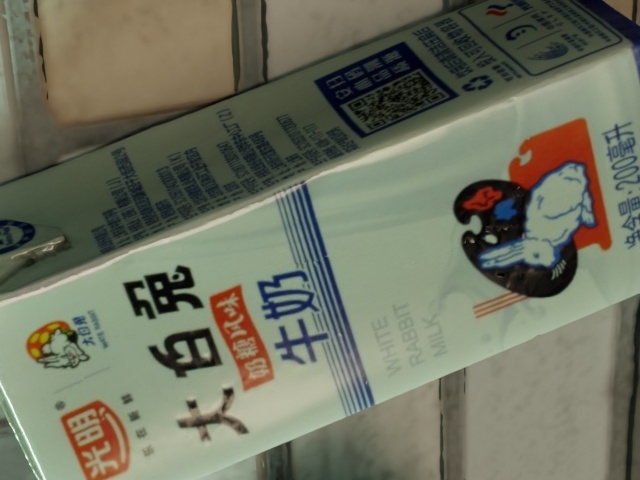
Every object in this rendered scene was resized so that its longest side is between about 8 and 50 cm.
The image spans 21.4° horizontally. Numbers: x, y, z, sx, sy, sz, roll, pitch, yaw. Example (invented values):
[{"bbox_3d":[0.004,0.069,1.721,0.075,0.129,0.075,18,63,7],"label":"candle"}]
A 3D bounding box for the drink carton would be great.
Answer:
[{"bbox_3d":[0.000,0.000,0.762,0.315,0.106,0.130,-22,120,-7],"label":"drink carton"}]
